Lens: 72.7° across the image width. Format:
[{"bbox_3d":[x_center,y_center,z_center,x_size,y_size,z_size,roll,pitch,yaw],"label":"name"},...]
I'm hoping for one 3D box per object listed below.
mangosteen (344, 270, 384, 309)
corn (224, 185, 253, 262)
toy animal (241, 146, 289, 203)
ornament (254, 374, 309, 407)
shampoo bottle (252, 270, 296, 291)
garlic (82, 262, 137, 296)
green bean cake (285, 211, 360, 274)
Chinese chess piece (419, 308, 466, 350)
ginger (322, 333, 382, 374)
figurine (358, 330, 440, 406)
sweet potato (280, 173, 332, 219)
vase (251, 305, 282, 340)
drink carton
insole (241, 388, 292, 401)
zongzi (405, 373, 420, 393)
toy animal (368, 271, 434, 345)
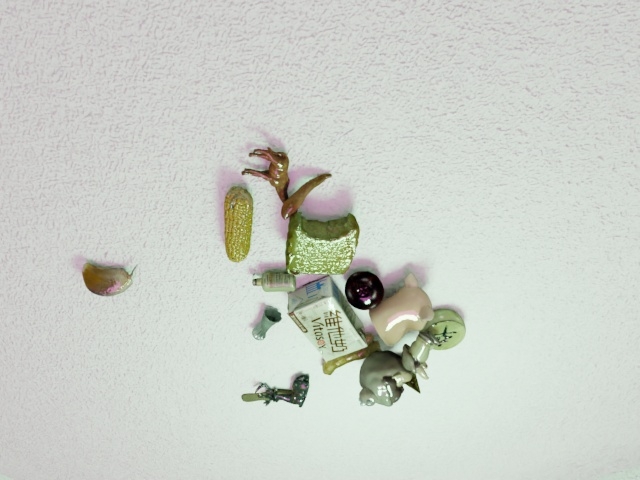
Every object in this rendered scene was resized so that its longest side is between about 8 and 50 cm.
[{"bbox_3d":[0.164,0.188,1.637,0.152,0.152,0.152,-1,124,-1],"label":"mangosteen"},{"bbox_3d":[-0.278,-0.045,1.482,0.106,0.106,0.293,4,125,-4],"label":"corn"},{"bbox_3d":[-0.145,-0.183,1.412,0.230,0.066,0.224,18,121,-23],"label":"toy animal"},{"bbox_3d":[-0.177,0.684,1.987,0.236,0.080,0.202,9,123,-8],"label":"ornament"},{"bbox_3d":[-0.174,0.154,1.630,0.162,0.079,0.079,-3,124,0],"label":"shampoo bottle"},{"bbox_3d":[-0.770,0.142,1.607,0.198,0.090,0.128,4,112,1],"label":"garlic"},{"bbox_3d":[0.000,0.000,1.486,0.236,0.124,0.233,4,128,-13],"label":"green bean cake"},{"bbox_3d":[0.501,0.369,1.792,0.188,0.083,0.188,-2,123,-3],"label":"Chinese chess piece"},{"bbox_3d":[0.126,0.504,1.883,0.299,0.065,0.118,-33,106,18],"label":"ginger"},{"bbox_3d":[0.301,0.501,1.727,0.380,0.248,0.203,-42,86,13],"label":"figurine"},{"bbox_3d":[-0.052,-0.154,1.411,0.214,0.050,0.050,-45,117,-2],"label":"sweet potato"},{"bbox_3d":[-0.224,0.343,1.761,0.081,0.081,0.148,25,123,-17],"label":"vase"},{"bbox_3d":[0.028,0.314,1.715,0.194,0.132,0.324,-24,123,15],"label":"drink carton"},{"bbox_3d":[-0.252,0.742,2.071,0.253,0.005,0.086,-7,124,4],"label":"insole"},{"bbox_3d":[0.323,0.587,1.873,0.187,0.184,0.084,-9,128,5],"label":"zongzi"},{"bbox_3d":[0.312,0.287,1.668,0.256,0.195,0.213,-33,146,15],"label":"toy animal"}]
